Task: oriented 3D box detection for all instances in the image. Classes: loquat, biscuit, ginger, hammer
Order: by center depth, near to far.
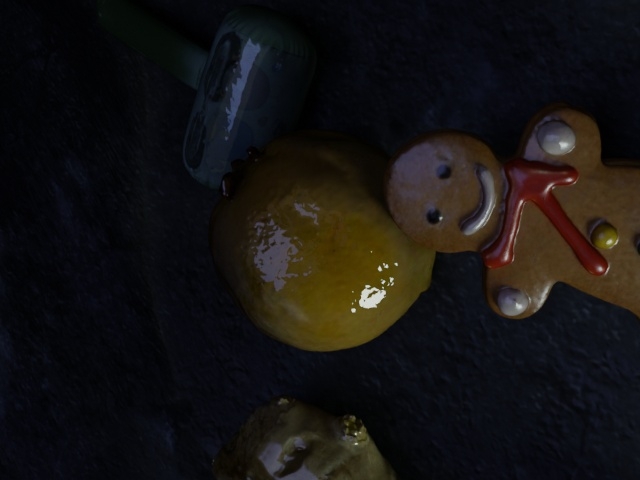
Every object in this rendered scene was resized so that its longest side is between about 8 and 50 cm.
[{"bbox_3d":[0.211,-0.015,0.817,0.323,0.049,0.206,19,111,6],"label":"biscuit"},{"bbox_3d":[0.000,0.000,0.941,0.238,0.193,0.239,0,102,0],"label":"loquat"},{"bbox_3d":[0.037,0.339,0.997,0.236,0.166,0.375,-49,65,20],"label":"ginger"},{"bbox_3d":[-0.154,-0.208,1.072,0.335,0.118,0.207,37,116,31],"label":"hammer"}]
